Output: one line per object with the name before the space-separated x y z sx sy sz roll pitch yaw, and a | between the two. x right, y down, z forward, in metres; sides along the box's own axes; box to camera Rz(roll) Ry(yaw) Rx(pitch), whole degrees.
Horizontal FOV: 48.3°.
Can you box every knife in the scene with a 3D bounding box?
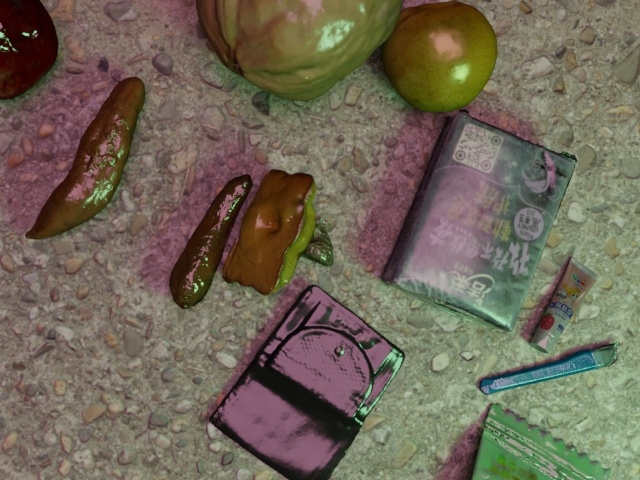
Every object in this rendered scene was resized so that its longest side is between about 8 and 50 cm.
knife | 0.451 0.251 1.397 0.297 0.026 0.044 -12 85 -5

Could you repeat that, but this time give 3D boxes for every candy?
candy | 0.355 0.529 1.298 0.263 0.172 0.397 31 72 -2

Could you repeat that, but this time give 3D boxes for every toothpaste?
toothpaste | 0.476 0.131 1.402 0.067 0.043 0.194 34 77 -1

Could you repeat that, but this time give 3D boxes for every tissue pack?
tissue pack | 0.298 -0.035 1.353 0.260 0.122 0.361 22 85 -3

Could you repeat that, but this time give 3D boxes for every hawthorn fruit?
hawthorn fruit | -0.577 -0.370 1.197 0.230 0.266 0.210 -19 70 -12

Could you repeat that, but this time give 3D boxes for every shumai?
shumai | 0.000 0.000 1.335 0.083 0.082 0.080 30 81 -27

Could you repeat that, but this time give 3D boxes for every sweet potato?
sweet potato | -0.201 -0.002 1.311 0.075 0.075 0.273 26 81 -5
sweet potato | -0.398 -0.135 1.284 0.106 0.095 0.354 28 83 23

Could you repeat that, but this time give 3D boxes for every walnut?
walnut | -0.038 -0.434 1.237 0.382 0.381 0.380 1 86 -7

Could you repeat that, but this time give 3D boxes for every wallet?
wallet | -0.015 0.276 1.328 0.247 0.041 0.322 37 88 -2

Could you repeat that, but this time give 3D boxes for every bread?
bread | -0.079 -0.013 1.289 0.088 0.161 0.232 22 87 -49

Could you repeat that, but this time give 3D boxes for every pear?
pear | 0.221 -0.336 1.323 0.209 0.209 0.208 1 86 -7
